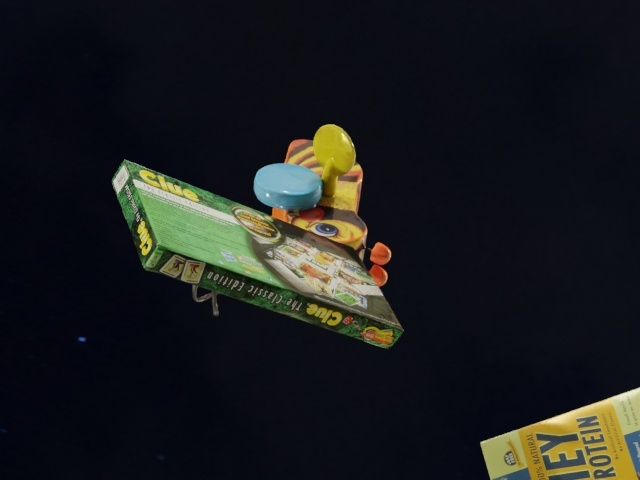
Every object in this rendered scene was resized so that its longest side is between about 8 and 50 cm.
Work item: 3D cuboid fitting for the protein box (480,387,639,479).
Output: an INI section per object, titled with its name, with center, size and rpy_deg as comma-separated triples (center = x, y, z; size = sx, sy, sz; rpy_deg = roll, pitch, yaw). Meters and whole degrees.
[protein box]
center = 0.314, 0.272, 1.430
size = 0.200, 0.201, 0.136
rpy_deg = 40, -148, -58

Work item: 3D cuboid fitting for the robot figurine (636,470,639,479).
[robot figurine]
center = 0.327, 0.180, 0.928
size = 0.291, 0.211, 0.085
rpy_deg = -32, -83, -10

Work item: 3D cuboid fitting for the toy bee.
[toy bee]
center = 0.000, 0.000, 1.340
size = 0.162, 0.195, 0.298
rpy_deg = 15, -128, 10

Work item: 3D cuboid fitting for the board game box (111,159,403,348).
[board game box]
center = -0.054, 0.014, 1.146
size = 0.260, 0.136, 0.030
rpy_deg = 21, -64, -32
